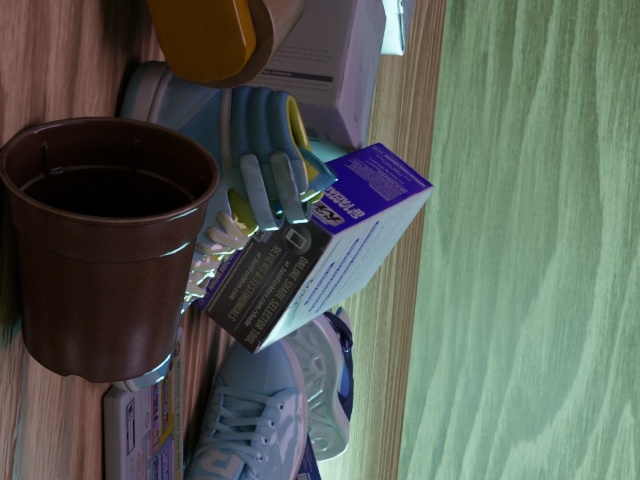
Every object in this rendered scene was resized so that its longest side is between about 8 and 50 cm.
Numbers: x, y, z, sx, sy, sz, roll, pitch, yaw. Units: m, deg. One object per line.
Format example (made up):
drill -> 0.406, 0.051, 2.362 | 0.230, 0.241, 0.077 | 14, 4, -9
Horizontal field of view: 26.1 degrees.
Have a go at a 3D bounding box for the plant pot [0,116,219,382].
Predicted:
plant pot -> -0.170, 0.011, 1.092 | 0.167, 0.167, 0.165 | -65, 166, -58

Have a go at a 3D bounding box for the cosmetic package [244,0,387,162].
cosmetic package -> -0.006, -0.242, 1.787 | 0.224, 0.138, 0.224 | 62, 38, -71

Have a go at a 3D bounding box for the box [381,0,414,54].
box -> 0.086, -0.459, 2.153 | 0.262, 0.127, 0.231 | 77, 23, -60

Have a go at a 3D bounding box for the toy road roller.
toy road roller -> -0.041, -0.315, 1.228 | 0.202, 0.241, 0.329 | -65, 148, -58

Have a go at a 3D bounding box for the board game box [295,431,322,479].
board game box -> -0.045, 0.244, 1.792 | 0.136, 0.035, 0.201 | 105, -30, -66

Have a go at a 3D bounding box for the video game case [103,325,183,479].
video game case -> -0.184, 0.221, 1.454 | 0.193, 0.023, 0.212 | -54, 148, -68

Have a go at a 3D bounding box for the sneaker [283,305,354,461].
sneaker -> -0.024, 0.143, 2.022 | 0.236, 0.130, 0.322 | -91, 170, -48

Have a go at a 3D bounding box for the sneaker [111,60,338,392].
sneaker -> -0.095, -0.006, 1.299 | 0.127, 0.208, 0.318 | 17, 80, -80

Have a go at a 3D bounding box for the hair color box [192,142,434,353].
hair color box -> 0.000, 0.000, 1.703 | 0.185, 0.110, 0.339 | -56, 168, 24

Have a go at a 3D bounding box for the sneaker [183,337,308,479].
sneaker -> -0.098, 0.273, 1.633 | 0.150, 0.135, 0.365 | 72, 26, -71
